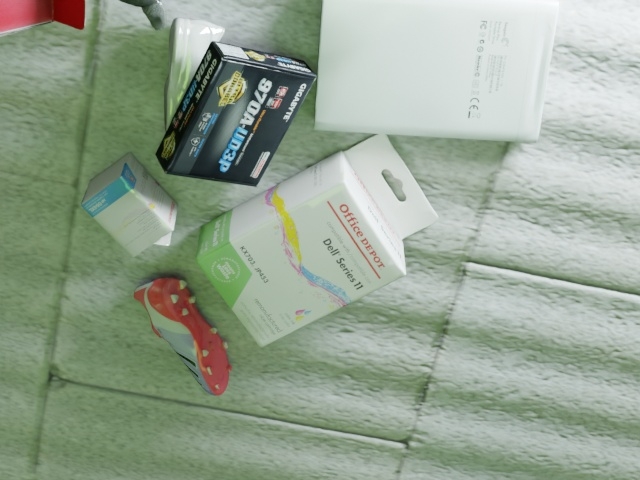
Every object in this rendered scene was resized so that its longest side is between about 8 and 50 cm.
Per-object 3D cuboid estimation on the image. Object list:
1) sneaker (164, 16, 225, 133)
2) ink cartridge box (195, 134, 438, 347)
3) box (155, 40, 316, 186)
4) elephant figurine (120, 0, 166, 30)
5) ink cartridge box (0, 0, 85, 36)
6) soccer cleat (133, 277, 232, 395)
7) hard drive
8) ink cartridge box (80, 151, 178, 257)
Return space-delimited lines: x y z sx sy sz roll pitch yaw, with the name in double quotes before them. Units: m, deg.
"sneaker" -0.192 -0.236 1.947 0.094 0.080 0.212 3 119 -15
"ink cartridge box" 0.000 0.000 2.049 0.353 0.119 0.207 -28 115 15
"box" -0.131 -0.190 1.935 0.175 0.051 0.220 7 126 -38
"elephant figurine" -0.337 -0.430 1.807 0.239 0.169 0.186 7 76 6
"ink cartridge box" -0.455 -0.446 1.706 0.272 0.130 0.309 20 121 33
"soccer cleat" -0.234 0.166 2.178 0.095 0.083 0.248 -5 126 31
"hard drive" 0.172 -0.271 1.938 0.353 0.047 0.233 3 119 -2
"ink cartridge box" -0.301 -0.050 2.037 0.090 0.092 0.143 -33 114 18
